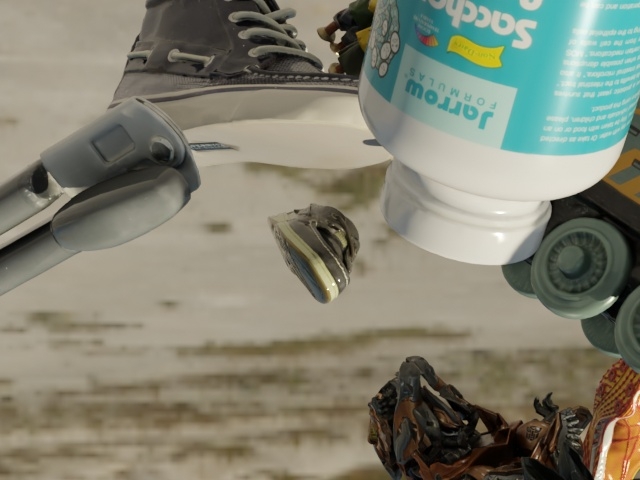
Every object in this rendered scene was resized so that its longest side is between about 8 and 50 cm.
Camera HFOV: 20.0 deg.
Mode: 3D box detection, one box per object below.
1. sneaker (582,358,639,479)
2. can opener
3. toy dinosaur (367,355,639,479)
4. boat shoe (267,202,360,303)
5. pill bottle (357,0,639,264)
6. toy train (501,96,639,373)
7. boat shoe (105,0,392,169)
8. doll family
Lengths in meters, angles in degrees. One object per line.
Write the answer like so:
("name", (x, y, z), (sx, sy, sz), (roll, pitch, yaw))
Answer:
("sneaker", (0.299, 0.176, 1.759), (0.067, 0.064, 0.175), (2, 129, -14))
("can opener", (-0.192, -0.013, 1.219), (0.280, 0.074, 0.093), (-25, -165, 39))
("toy dinosaur", (0.168, 0.187, 1.123), (0.322, 0.164, 0.218), (31, 140, 1))
("boat shoe", (0.000, 0.001, 1.739), (0.073, 0.080, 0.223), (-29, -167, -5))
("pill bottle", (0.103, -0.122, 0.934), (0.146, 0.264, 0.146), (10, -152, -5))
("toy train", (0.243, -0.009, 1.336), (0.334, 0.190, 0.142), (38, -179, 38))
("boat shoe", (-0.053, -0.150, 1.521), (0.341, 0.158, 0.127), (3, 165, 45))
("doll family", (0.079, -0.141, 1.530), (0.111, 0.193, 0.076), (-34, -174, 27))
